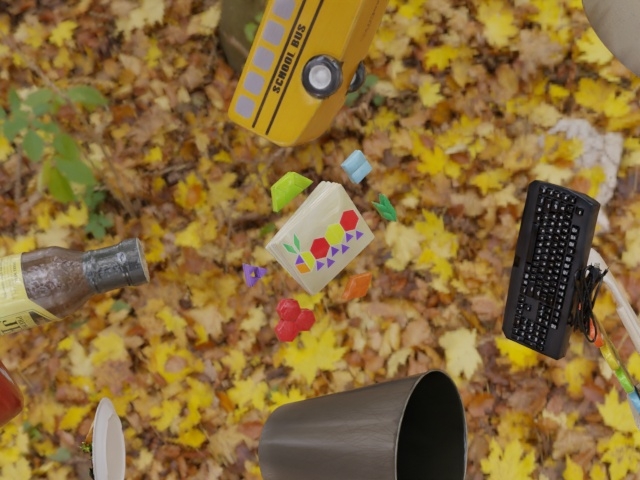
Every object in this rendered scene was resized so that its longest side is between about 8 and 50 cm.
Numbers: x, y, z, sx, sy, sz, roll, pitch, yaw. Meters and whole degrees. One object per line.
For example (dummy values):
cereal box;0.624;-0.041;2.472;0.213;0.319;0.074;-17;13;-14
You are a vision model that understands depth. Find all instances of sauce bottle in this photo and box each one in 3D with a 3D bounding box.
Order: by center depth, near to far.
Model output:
sauce bottle;-0.419;0.071;1.166;0.345;0.111;0.111;-15;44;-5

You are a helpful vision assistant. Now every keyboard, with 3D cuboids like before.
keyboard;0.238;0.039;0.835;0.100;0.191;0.038;19;33;29

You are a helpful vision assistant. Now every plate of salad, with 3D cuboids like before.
plate of salad;-0.386;0.380;1.462;0.048;0.199;0.199;-6;45;-2

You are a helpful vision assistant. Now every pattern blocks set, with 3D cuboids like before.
pattern blocks set;0.000;0.000;1.503;0.325;0.285;0.026;-35;25;-21

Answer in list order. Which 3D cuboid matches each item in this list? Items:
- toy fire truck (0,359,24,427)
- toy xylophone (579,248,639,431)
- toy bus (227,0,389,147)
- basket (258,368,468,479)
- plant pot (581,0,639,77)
toy fire truck;-0.192;0.082;0.276;0.169;0.302;0.254;-36;52;-21
toy xylophone;0.451;0.149;1.262;0.081;0.322;0.236;-30;4;18
toy bus;0.009;-0.280;1.021;0.130;0.332;0.108;29;21;13
basket;0.046;0.266;1.032;0.227;0.154;0.204;-12;52;38
plant pot;0.419;-0.296;0.749;0.257;0.274;0.256;6;56;-9
